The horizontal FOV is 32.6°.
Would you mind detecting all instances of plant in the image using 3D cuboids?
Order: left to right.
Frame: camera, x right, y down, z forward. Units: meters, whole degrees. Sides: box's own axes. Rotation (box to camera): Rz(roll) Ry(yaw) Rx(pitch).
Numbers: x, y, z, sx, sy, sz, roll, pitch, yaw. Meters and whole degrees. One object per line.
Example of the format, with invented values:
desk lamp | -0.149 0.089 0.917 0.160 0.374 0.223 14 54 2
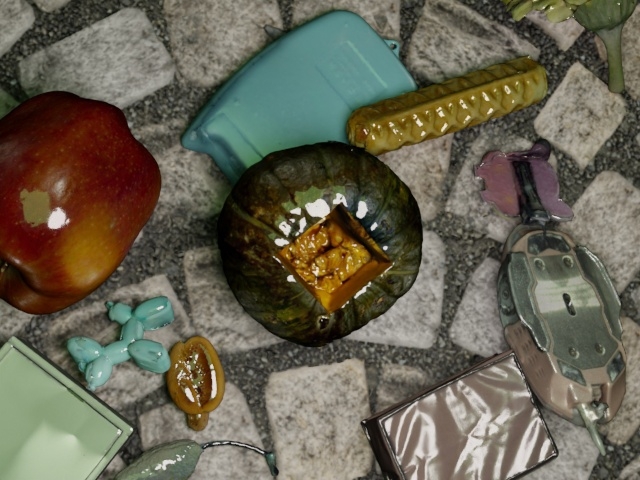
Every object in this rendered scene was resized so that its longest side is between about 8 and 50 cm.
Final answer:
plant | 0.448 -0.398 1.748 0.305 0.261 0.297 -15 84 3

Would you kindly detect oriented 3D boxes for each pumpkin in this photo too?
pumpkin | 0.000 0.000 1.643 0.320 0.192 0.320 -4 106 -12

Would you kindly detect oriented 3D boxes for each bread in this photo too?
bread | 0.208 -0.216 1.761 0.367 0.077 0.084 -19 97 -20

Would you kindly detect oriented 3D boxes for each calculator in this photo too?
calculator | -0.017 -0.209 1.769 0.386 0.054 0.256 -40 89 -14

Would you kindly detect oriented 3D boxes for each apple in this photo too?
apple | -0.393 -0.053 1.586 0.288 0.288 0.317 35 62 -1

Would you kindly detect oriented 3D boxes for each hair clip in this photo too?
hair clip | 0.326 -0.083 1.763 0.146 0.056 0.187 -4 46 -9

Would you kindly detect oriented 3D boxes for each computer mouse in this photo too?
computer mouse | 0.375 0.153 1.709 0.199 0.115 0.389 -4 67 -23

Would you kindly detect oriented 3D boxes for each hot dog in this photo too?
hot dog | -0.190 0.219 1.684 0.089 0.060 0.140 -18 78 -5

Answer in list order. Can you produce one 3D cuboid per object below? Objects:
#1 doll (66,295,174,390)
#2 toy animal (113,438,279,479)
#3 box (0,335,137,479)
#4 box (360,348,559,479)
doll | -0.303 0.158 1.659 0.158 0.059 0.159 -1 53 9
toy animal | -0.192 0.338 1.668 0.253 0.070 0.079 -10 118 -20
box | -0.430 0.298 1.611 0.225 0.117 0.225 38 80 0
box | 0.214 0.300 1.671 0.252 0.153 0.188 -23 84 -8
